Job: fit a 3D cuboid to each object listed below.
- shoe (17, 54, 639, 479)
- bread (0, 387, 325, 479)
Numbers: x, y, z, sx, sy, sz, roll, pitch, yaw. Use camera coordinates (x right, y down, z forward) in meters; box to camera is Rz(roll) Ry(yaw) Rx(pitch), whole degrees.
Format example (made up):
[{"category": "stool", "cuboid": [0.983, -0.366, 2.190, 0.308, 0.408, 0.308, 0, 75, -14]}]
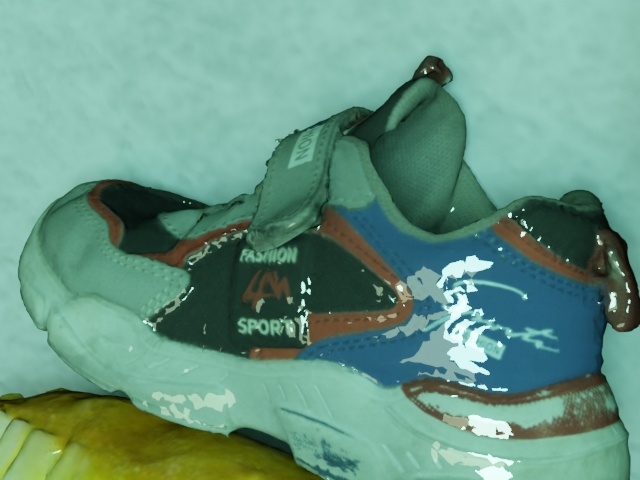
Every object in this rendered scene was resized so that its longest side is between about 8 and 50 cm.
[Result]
[{"category": "shoe", "cuboid": [0.001, 0.000, 0.490, 0.228, 0.099, 0.125, 20, 107, 28]}, {"category": "bread", "cuboid": [-0.029, 0.141, 0.516, 0.250, 0.133, 0.179, 13, 158, 31]}]
